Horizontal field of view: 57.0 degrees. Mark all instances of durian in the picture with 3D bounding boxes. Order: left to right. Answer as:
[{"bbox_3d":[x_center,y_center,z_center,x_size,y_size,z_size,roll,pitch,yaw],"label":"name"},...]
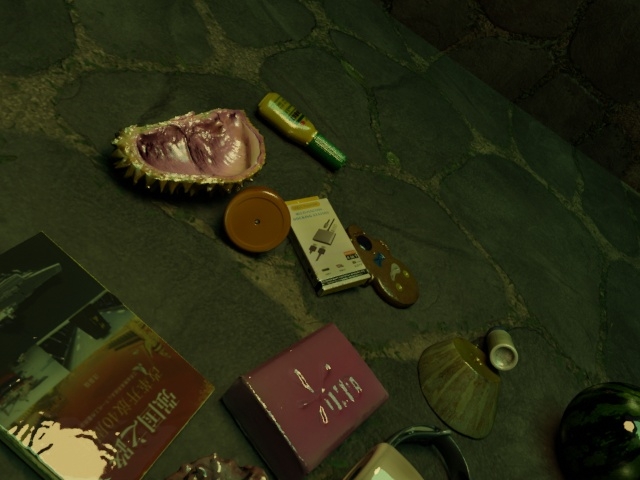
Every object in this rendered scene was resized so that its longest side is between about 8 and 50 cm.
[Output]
[{"bbox_3d":[-0.249,-0.156,1.182,0.341,0.112,0.191,-24,80,-42],"label":"durian"}]

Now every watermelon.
[{"bbox_3d":[0.661,0.450,1.297,0.269,0.269,0.269,24,41,-23],"label":"watermelon"}]

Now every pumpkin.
[{"bbox_3d":[0.319,0.295,1.261,0.217,0.110,0.217,23,36,-18],"label":"pumpkin"}]

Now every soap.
[{"bbox_3d":[-0.015,0.265,1.000,0.259,0.081,0.181,-22,70,-50],"label":"soap"}]

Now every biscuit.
[{"bbox_3d":[0.138,0.061,1.375,0.236,0.039,0.180,42,36,-5],"label":"biscuit"}]

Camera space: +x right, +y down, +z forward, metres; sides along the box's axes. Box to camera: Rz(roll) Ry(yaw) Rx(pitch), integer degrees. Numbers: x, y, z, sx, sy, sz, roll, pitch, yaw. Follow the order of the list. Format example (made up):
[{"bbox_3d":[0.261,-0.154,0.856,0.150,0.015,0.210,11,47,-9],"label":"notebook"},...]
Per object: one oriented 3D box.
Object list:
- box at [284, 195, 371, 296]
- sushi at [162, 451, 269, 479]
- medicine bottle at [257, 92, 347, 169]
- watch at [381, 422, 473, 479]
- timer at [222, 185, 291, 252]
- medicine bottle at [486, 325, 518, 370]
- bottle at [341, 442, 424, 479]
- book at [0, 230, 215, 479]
[{"bbox_3d":[0.000,0.000,1.289,0.129,0.033,0.247,-14,63,-32],"label":"box"},{"bbox_3d":[-0.119,0.398,0.707,0.237,0.171,0.270,9,44,-36],"label":"sushi"},{"bbox_3d":[-0.044,-0.276,1.511,0.260,0.064,0.095,39,37,-7],"label":"medicine bottle"},{"bbox_3d":[0.187,0.419,1.050,0.193,0.068,0.206,50,40,8],"label":"watch"},{"bbox_3d":[-0.129,-0.063,1.206,0.132,0.132,0.152,30,17,-16],"label":"timer"},{"bbox_3d":[0.413,0.242,1.350,0.059,0.059,0.231,49,11,8],"label":"medicine bottle"},{"bbox_3d":[0.131,0.432,0.867,0.236,0.147,0.147,43,37,10],"label":"bottle"},{"bbox_3d":[-0.357,0.171,0.830,0.374,0.028,0.262,42,36,-1],"label":"book"}]
